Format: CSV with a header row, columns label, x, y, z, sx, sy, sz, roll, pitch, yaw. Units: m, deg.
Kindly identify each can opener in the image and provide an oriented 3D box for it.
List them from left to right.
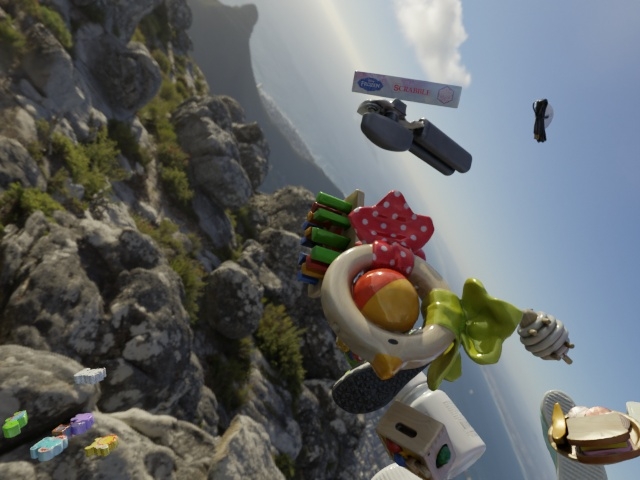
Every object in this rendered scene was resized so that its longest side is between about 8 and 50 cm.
label,x,y,z,sx,sy,sz,roll,pitch,yaw
can opener,0.177,-0.175,0.845,0.283,0.076,0.095,24,74,-35

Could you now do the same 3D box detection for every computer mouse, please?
label,x,y,z,sx,sy,sz,roll,pitch,yaw
computer mouse,0.568,-0.317,1.143,0.193,0.042,0.106,-42,125,-53

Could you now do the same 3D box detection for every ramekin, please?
label,x,y,z,sx,sy,sz,roll,pitch,yaw
ramekin,0.229,0.743,1.309,0.207,0.207,0.109,51,2,-39

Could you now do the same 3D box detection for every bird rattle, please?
label,x,y,z,sx,sy,sz,roll,pitch,yaw
bird rattle,0.096,0.055,0.536,0.206,0.143,0.254,-17,63,-35

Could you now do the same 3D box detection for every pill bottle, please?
label,x,y,z,sx,sy,sz,roll,pitch,yaw
pill bottle,0.279,0.445,1.104,0.229,0.131,0.131,53,5,39

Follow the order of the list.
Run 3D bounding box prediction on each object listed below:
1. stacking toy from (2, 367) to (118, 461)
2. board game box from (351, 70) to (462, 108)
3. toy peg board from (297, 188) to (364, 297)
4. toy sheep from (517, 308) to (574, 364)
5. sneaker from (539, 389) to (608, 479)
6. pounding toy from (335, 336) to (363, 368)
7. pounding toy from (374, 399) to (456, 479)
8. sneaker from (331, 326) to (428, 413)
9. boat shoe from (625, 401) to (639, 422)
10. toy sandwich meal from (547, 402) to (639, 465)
label,x,y,z,sx,sy,sz,roll,pitch,yaw
stacking toy,-0.451,0.348,0.799,0.221,0.052,0.167,-41,126,-76
board game box,0.285,-0.484,1.451,0.319,0.317,0.066,-50,151,-68
toy peg board,0.000,0.000,0.814,0.079,0.160,0.161,19,60,-24
toy sheep,0.420,0.181,0.839,0.132,0.091,0.091,52,14,5
sneaker,0.765,0.654,1.367,0.150,0.135,0.366,57,29,-55
pounding toy,0.106,0.279,1.304,0.110,0.182,0.237,8,65,-46
pounding toy,0.174,0.377,0.808,0.141,0.100,0.130,13,-42,45
sneaker,0.128,0.241,0.855,0.084,0.234,0.097,58,0,-1
boat shoe,1.031,0.613,1.450,0.305,0.109,0.091,-3,96,-54
toy sandwich meal,0.239,0.165,0.395,0.085,0.085,0.029,-38,109,-75
